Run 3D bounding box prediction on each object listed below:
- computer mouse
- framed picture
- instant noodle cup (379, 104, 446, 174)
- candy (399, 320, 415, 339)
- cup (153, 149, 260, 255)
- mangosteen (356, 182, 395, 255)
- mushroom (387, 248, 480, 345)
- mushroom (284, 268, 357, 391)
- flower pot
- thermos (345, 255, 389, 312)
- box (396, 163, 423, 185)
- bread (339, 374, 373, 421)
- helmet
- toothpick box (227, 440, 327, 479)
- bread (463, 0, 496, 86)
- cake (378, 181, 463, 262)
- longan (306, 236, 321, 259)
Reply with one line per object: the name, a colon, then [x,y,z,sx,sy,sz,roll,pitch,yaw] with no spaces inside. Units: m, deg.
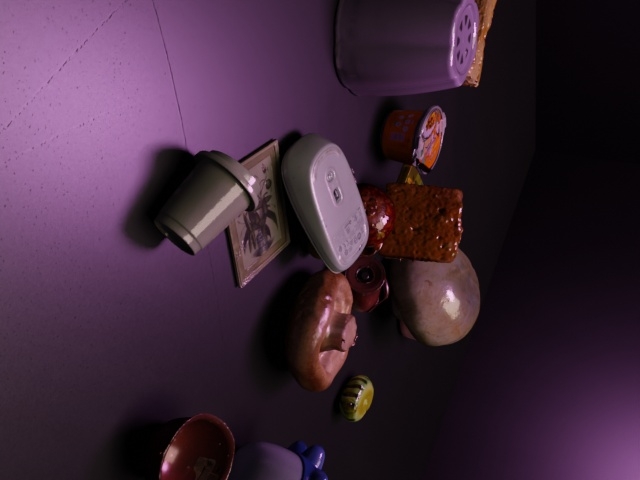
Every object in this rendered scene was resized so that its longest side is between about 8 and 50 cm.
computer mouse: [0.004,-0.074,1.128,0.159,0.097,0.288,-52,133,-39]
framed picture: [-0.116,-0.049,1.030,0.173,0.010,0.231,-46,141,-44]
instant noodle cup: [0.229,-0.265,1.447,0.208,0.125,0.178,-37,133,-50]
candy: [0.363,0.230,1.971,0.255,0.094,0.255,-35,132,-51]
cup: [-0.170,-0.052,0.830,0.141,0.120,0.120,-52,147,-17]
mangosteen: [0.088,-0.048,1.306,0.145,0.181,0.156,14,72,-20]
mushroom: [0.341,0.153,1.718,0.352,0.260,0.352,21,62,-46]
mushroom: [0.005,0.198,1.235,0.278,0.146,0.278,7,90,-70]
flower pot: [0.190,-0.431,1.175,0.265,0.243,0.265,-30,126,-53]
thermos: [0.102,0.124,1.409,0.124,0.099,0.232,-24,159,-10]
box: [0.270,-0.141,1.689,0.121,0.030,0.193,-68,152,-15]
bread: [0.101,0.454,1.615,0.139,0.071,0.130,-55,149,-38]
helmet: [-0.231,0.348,0.904,0.155,0.106,0.175,-59,143,-34]
toothpick box: [-0.107,0.552,1.075,0.355,0.263,0.263,-60,149,-30]
bread: [0.353,-0.560,1.479,0.114,0.184,0.275,2,101,-68]
cake: [0.257,-0.032,1.477,0.293,0.198,0.196,42,51,-81]
longan: [0.000,0.000,1.222,0.075,0.075,0.083,-23,81,-57]
